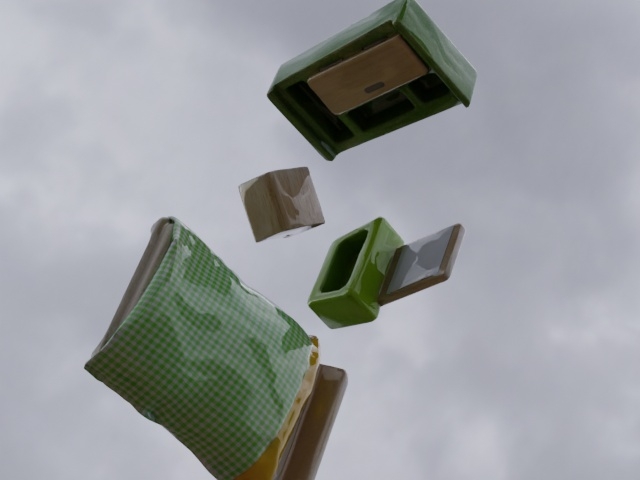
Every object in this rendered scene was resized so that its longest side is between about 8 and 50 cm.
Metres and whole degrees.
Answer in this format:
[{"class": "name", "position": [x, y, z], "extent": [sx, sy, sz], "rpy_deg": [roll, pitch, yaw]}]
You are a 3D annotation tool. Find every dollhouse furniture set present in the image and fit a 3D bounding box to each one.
[{"class": "dollhouse furniture set", "position": [0.000, 0.000, 0.558], "extent": [0.058, 0.151, 0.076], "rpy_deg": [-22, -58, 38]}]
